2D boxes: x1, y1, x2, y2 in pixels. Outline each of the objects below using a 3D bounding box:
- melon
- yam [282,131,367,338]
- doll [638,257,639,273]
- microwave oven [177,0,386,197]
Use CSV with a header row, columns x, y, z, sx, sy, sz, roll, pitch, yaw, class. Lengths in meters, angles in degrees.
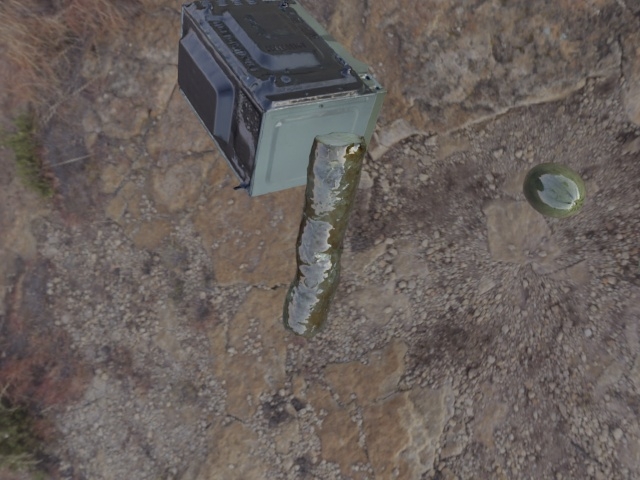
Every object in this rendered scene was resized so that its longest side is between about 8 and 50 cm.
x,y,z,sx,sy,sz,roll,pitch,yaw,class
0.428,-0.091,0.951,0.098,0.098,0.131,-41,31,16,melon
0.000,0.000,0.558,0.061,0.061,0.253,26,128,20,yam
0.724,0.029,0.891,0.216,0.284,0.268,28,115,-23,doll
-0.089,-0.297,0.992,0.355,0.286,0.218,55,146,30,microwave oven
